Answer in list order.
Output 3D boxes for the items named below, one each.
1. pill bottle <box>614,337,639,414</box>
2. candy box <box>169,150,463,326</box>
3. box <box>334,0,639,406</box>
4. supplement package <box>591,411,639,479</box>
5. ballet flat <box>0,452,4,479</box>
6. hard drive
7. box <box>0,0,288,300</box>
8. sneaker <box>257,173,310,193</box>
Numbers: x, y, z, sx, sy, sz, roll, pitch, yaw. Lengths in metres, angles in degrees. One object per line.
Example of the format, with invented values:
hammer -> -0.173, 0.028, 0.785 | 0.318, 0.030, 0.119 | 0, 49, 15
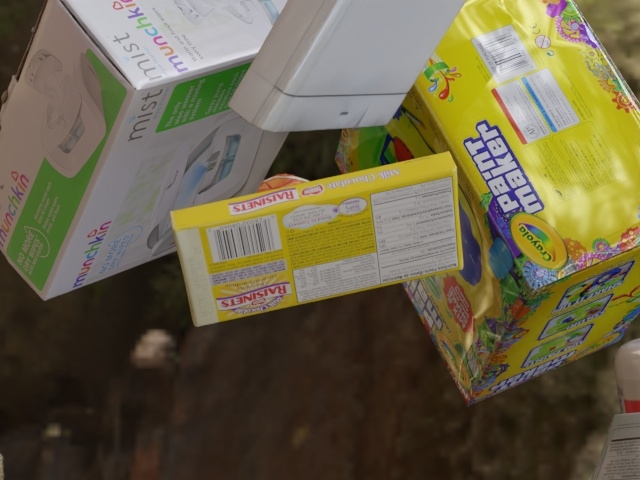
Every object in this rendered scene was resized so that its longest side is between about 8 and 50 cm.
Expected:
pill bottle -> 0.436, 0.291, 1.767 | 0.229, 0.229, 0.408 | 169, -87, -66
candy box -> 0.000, 0.000, 1.269 | 0.105, 0.205, 0.027 | 83, -6, -47
box -> 0.168, -0.050, 1.594 | 0.290, 0.177, 0.279 | 62, -17, 20
supplement package -> 0.319, 0.291, 1.381 | 0.198, 0.199, 0.263 | -17, -135, 60
ballet flat -> -0.414, 0.406, 1.552 | 0.182, 0.483, 0.164 | 43, -22, 6
hard drive -> 0.083, -0.239, 1.307 | 0.047, 0.233, 0.353 | 38, -70, 18
box -> -0.145, -0.105, 1.482 | 0.127, 0.231, 0.262 | 49, -45, 19
sneaker -> -0.074, -0.026, 1.757 | 0.067, 0.175, 0.064 | -104, -167, -51
